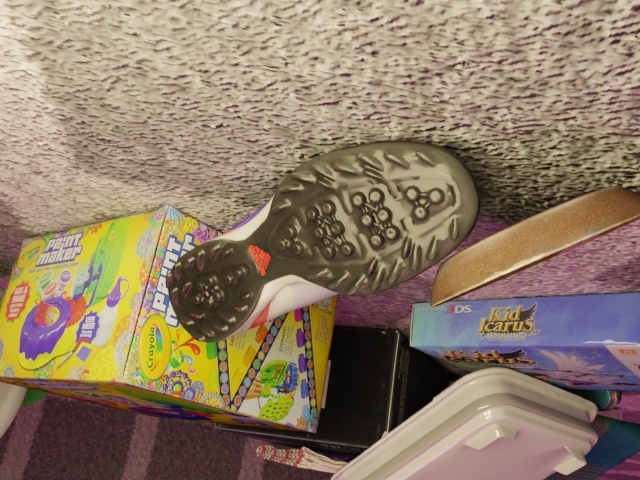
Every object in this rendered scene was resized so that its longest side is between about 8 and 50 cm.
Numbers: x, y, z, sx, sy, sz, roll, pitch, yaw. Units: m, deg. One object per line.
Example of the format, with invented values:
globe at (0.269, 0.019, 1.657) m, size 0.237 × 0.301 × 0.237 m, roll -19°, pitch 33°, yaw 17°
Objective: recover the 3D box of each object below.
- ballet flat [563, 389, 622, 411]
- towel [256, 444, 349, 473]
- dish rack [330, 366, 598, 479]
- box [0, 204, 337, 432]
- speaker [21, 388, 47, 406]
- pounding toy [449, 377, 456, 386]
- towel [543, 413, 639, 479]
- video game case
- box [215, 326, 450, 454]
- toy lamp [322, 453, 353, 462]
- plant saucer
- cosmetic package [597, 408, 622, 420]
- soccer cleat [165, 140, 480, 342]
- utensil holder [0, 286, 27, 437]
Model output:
ballet flat at (0.442, 0.238, 1.030) m, size 0.070 × 0.070 × 0.188 m, roll 9°, pitch 162°, yaw 0°
towel at (-0.006, 0.351, 1.038) m, size 0.144 × 0.029 × 0.197 m, roll 18°, pitch 161°, yaw -21°
dish rack at (0.208, 0.317, 0.898) m, size 0.285 × 0.072 × 0.333 m, roll 24°, pitch 124°, yaw -33°
box at (-0.185, 0.109, 0.770) m, size 0.289 × 0.177 × 0.279 m, roll -8°, pitch 152°, yaw 39°
speaker at (-0.654, 0.265, 1.336) m, size 0.131 × 0.131 × 0.296 m, roll 26°, pitch 161°, yaw -38°
pounding toy at (0.246, 0.333, 1.305) m, size 0.181 × 0.094 × 0.206 m, roll 19°, pitch 160°, yaw -27°
towel at (0.324, 0.344, 1.029) m, size 0.370 × 0.040 × 0.271 m, roll 22°, pitch 124°, yaw -31°
video game case at (0.288, 0.134, 0.800) m, size 0.269 × 0.061 × 0.244 m, roll -8°, pitch 153°, yaw 38°
box at (0.036, 0.267, 1.093) m, size 0.296 × 0.183 × 0.294 m, roll -1°, pitch 159°, yaw 27°
toy lamp at (0.082, 0.384, 1.347) m, size 0.080 × 0.080 × 0.274 m, roll -2°, pitch -170°, yaw 28°
plant saucer at (0.150, 0.003, 0.457) m, size 0.168 × 0.029 × 0.168 m, roll -23°, pitch 171°, yaw -4°
cosmetic package at (0.532, 0.392, 1.384) m, size 0.098 × 0.061 × 0.239 m, roll 10°, pitch 160°, yaw -7°
soccer cleat at (0.000, 0.000, 0.536) m, size 0.318 × 0.109 × 0.116 m, roll -27°, pitch 178°, yaw 40°
utensil holder at (-0.611, 0.130, 0.807) m, size 0.327 × 0.328 × 0.385 m, roll 6°, pitch 157°, yaw 9°
